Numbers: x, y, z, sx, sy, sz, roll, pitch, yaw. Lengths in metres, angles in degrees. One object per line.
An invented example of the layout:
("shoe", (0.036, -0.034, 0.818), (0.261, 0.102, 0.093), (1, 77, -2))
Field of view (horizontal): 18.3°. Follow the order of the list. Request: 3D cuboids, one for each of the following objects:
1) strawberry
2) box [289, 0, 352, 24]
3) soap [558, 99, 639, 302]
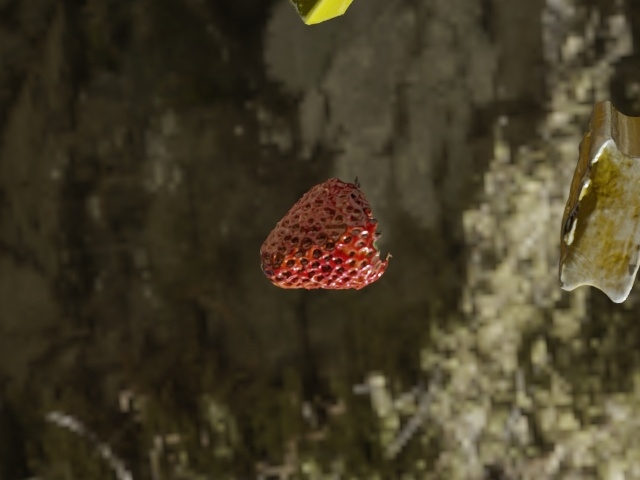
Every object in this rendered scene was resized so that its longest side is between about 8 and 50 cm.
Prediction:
("strawberry", (0.000, 0.000, 1.267), (0.083, 0.073, 0.073), (-16, -165, -6))
("box", (-0.041, -0.280, 1.169), (0.041, 0.279, 0.153), (-24, 164, -38))
("soap", (0.260, -0.042, 1.784), (0.073, 0.140, 0.232), (17, -165, 4))
